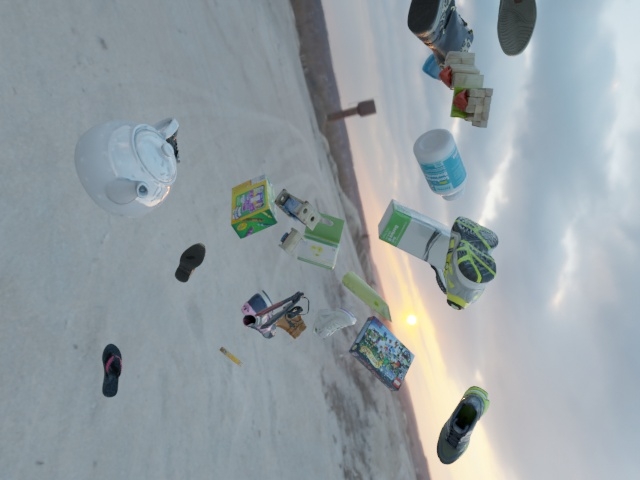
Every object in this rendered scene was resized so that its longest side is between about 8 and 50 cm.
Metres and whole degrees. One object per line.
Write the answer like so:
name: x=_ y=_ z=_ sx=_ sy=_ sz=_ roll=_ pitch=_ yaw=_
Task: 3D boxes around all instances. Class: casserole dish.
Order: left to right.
casserole dish: x=0.480 y=-0.698 z=1.952 sx=0.037 sy=0.114 sz=0.188 roll=31 pitch=20 yaw=-34

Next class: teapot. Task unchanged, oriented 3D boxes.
teapot: x=-0.429 y=-0.187 z=1.158 sx=0.256 sy=0.187 sz=0.252 roll=71 pitch=16 yaw=7

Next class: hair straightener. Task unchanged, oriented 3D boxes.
hair straightener: x=-0.105 y=0.223 z=1.493 sx=0.230 sy=0.047 sz=0.089 roll=-24 pitch=94 yaw=-55

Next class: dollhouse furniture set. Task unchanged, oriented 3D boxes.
dollhouse furniture set: x=-0.116 y=-0.065 z=1.766 sx=0.129 sy=0.184 sz=0.129 roll=30 pitch=-10 yaw=34

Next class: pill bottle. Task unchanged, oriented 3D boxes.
pill bottle: x=0.443 y=-0.263 z=1.766 sx=0.264 sy=0.146 sz=0.146 roll=52 pitch=21 yaw=-40

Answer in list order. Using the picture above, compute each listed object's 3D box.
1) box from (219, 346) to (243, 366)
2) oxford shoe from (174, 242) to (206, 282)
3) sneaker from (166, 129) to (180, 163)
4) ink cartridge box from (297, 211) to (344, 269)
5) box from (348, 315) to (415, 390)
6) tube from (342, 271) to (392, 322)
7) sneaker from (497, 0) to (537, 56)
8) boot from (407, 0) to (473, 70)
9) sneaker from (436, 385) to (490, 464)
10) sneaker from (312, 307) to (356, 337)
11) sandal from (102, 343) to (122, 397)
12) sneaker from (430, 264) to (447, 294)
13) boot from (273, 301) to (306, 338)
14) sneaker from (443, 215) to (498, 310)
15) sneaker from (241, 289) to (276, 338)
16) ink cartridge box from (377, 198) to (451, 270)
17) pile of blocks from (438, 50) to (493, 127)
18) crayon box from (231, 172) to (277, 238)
box: x=-0.457 y=0.606 z=2.527 sx=0.136 sy=0.028 sz=0.081 roll=47 pitch=-18 yaw=-32
oxford shoe: x=-0.470 y=0.066 z=1.785 sx=0.076 sy=0.212 sz=0.076 roll=36 pitch=40 yaw=-11
sneaker: x=-0.625 y=-0.374 z=2.037 sx=0.234 sy=0.106 sz=0.078 roll=-58 pitch=-163 yaw=21
ink cartridge box: x=0.000 y=0.000 z=2.126 sx=0.056 sy=0.171 sz=0.235 roll=-59 pitch=164 yaw=-56
box: x=0.227 y=0.412 z=1.776 sx=0.233 sy=0.044 sz=0.159 roll=44 pitch=56 yaw=-14
tube: x=0.167 y=0.193 z=1.710 sx=0.070 sy=0.062 sz=0.240 roll=15 pitch=17 yaw=-45
sneaker: x=0.456 y=-0.525 z=1.126 sx=0.118 sy=0.083 sz=0.222 roll=-1 pitch=93 yaw=-67
boot: x=0.429 y=-0.789 z=1.644 sx=0.284 sy=0.138 sz=0.378 roll=29 pitch=74 yaw=-52
sneaker: x=0.471 y=0.643 z=1.673 sx=0.121 sy=0.111 sz=0.300 roll=0 pitch=113 yaw=-57
sneaker: x=0.065 y=0.409 z=2.364 sx=0.114 sy=0.305 sz=0.152 roll=36 pitch=64 yaw=-21
sandal: x=-0.684 y=0.425 z=1.614 sx=0.067 sy=0.040 sz=0.179 roll=22 pitch=45 yaw=-44
sneaker: x=0.622 y=0.160 z=2.427 sx=0.100 sy=0.107 sz=0.272 roll=173 pitch=-104 yaw=-85
boot: x=-0.163 y=0.405 z=2.299 sx=0.152 sy=0.197 sz=0.073 roll=60 pitch=-26 yaw=-11
sneaker: x=0.409 y=0.051 z=1.388 sx=0.385 sy=0.145 sz=0.147 roll=-47 pitch=162 yaw=-57
sneaker: x=-0.268 y=0.334 z=2.056 sx=0.112 sy=0.131 sz=0.319 roll=44 pitch=-27 yaw=32
ink cartridge box: x=0.356 y=-0.017 z=1.713 sx=0.122 sy=0.289 sz=0.211 roll=-64 pitch=-179 yaw=16
pile of blocks: x=0.412 y=-0.450 z=1.462 sx=0.362 sy=0.112 sz=0.149 roll=-85 pitch=180 yaw=-48
crayon box: x=-0.271 y=-0.145 z=1.976 sx=0.279 sy=0.165 sz=0.081 roll=-102 pitch=166 yaw=-51
